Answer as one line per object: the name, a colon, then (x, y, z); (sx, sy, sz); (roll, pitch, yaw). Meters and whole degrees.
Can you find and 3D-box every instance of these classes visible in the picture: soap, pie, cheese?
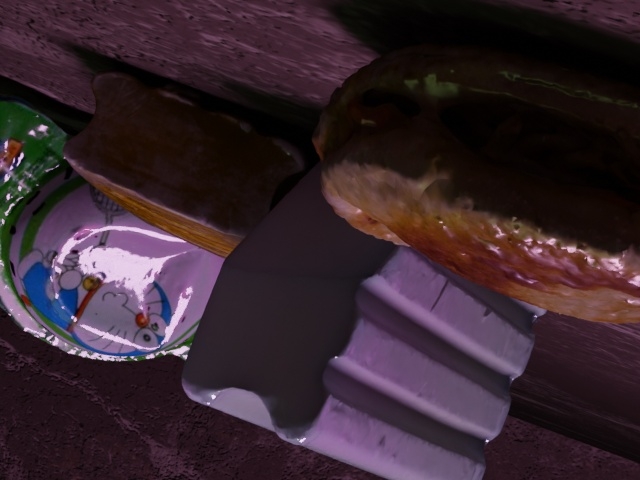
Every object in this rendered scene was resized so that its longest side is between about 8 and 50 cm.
soap: (-0.073, -0.037, 1.077); (0.140, 0.073, 0.232); (25, 175, 7)
pie: (0.097, -0.014, 0.668); (0.205, 0.084, 0.179); (15, 172, 24)
soap: (0.040, 0.053, 1.013); (0.095, 0.173, 0.289); (18, 173, 27)
cheese: (-0.191, -0.015, 1.268); (0.320, 0.204, 0.083); (38, -160, -23)
